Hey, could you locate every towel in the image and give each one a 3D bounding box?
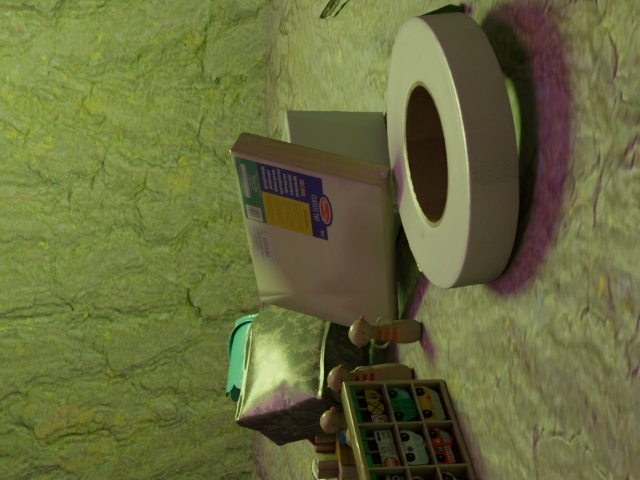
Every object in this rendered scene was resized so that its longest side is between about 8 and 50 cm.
[{"bbox_3d":[0.034,-0.632,2.385,0.282,0.049,0.187,169,102,-80],"label":"towel"}]

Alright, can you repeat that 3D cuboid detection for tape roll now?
[{"bbox_3d":[0.177,-0.123,1.467,0.392,0.072,0.392,171,90,-80],"label":"tape roll"}]

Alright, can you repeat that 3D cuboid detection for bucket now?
[{"bbox_3d":[-0.094,0.291,2.516,0.281,0.281,0.183,117,155,-67],"label":"bucket"}]

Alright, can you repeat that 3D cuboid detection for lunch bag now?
[{"bbox_3d":[-0.027,0.238,2.073,0.235,0.169,0.287,-21,49,35],"label":"lunch bag"}]

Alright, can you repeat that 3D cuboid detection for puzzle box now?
[{"bbox_3d":[0.000,0.000,1.815,0.409,0.272,0.052,83,-151,-49],"label":"puzzle box"}]

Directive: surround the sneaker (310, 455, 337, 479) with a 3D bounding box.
[{"bbox_3d":[0.050,0.510,2.250,0.108,0.100,0.271,-62,14,11],"label":"sneaker"}]

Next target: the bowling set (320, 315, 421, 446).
[{"bbox_3d":[0.097,0.285,1.791,0.200,0.154,0.287,-106,19,-55],"label":"bowling set"}]

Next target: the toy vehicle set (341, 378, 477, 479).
[{"bbox_3d":[0.135,0.319,1.566,0.267,0.165,0.035,-104,17,-50],"label":"toy vehicle set"}]

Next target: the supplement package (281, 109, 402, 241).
[{"bbox_3d":[0.030,-0.091,2.010,0.198,0.199,0.263,102,164,-51],"label":"supplement package"}]

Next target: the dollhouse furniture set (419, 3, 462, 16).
[{"bbox_3d":[0.198,-0.282,1.604,0.076,0.058,0.152,-137,28,-65],"label":"dollhouse furniture set"}]

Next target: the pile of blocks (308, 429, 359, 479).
[{"bbox_3d":[0.009,0.341,2.177,0.149,0.112,0.362,104,161,-51],"label":"pile of blocks"}]
